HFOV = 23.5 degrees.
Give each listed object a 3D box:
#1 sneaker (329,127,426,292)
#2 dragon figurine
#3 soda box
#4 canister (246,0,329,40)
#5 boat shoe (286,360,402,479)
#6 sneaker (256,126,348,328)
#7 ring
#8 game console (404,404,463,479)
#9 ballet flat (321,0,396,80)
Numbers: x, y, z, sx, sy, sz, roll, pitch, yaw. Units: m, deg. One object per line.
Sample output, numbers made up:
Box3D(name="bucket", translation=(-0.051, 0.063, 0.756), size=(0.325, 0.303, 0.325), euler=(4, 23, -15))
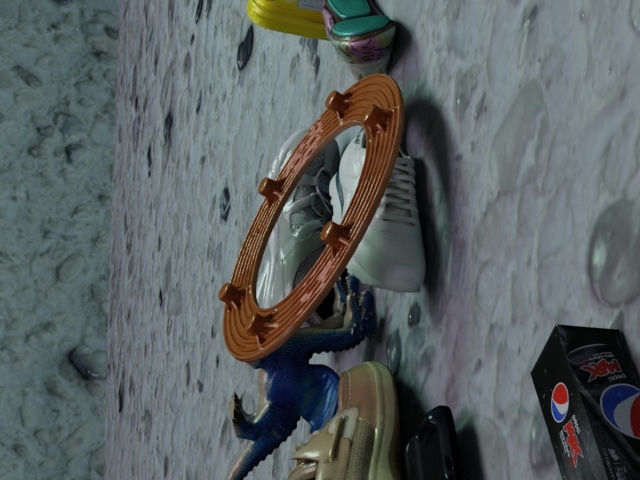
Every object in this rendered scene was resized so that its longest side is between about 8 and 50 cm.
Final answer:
Box3D(name="sneaker", translation=(0.063, -0.037, 1.575), size=(0.094, 0.090, 0.235), euler=(-63, 26, 30))
Box3D(name="dragon figurine", translation=(-0.022, 0.173, 1.669), size=(0.085, 0.144, 0.289), euler=(177, 104, -84))
Box3D(name="soda box", translation=(0.198, 0.138, 1.077), size=(0.169, 0.053, 0.060), euler=(-101, 24, -45))
Box3D(name="canister", translation=(-0.007, -0.334, 1.842), size=(0.073, 0.126, 0.170), euler=(-100, 24, -50))
Box3D(name="boat shoe", translation=(0.021, 0.222, 1.483), size=(0.341, 0.110, 0.121), euler=(-90, -1, -65))
Box3D(name="sneaker", translation=(0.000, 0.000, 1.814), size=(0.115, 0.105, 0.281), euler=(-7, 71, 39))
Box3D(name="ring", translation=(-0.020, -0.030, 1.611), size=(0.336, 0.032, 0.336), euler=(-50, 21, 28))
Box3D(name="game console", translation=(0.122, 0.305, 1.314), size=(0.213, 0.044, 0.361), euler=(117, 153, -49))
Box3D(name="ballet flat", translation=(0.044, -0.226, 1.744), size=(0.221, 0.077, 0.079), euler=(-112, 13, -68))
